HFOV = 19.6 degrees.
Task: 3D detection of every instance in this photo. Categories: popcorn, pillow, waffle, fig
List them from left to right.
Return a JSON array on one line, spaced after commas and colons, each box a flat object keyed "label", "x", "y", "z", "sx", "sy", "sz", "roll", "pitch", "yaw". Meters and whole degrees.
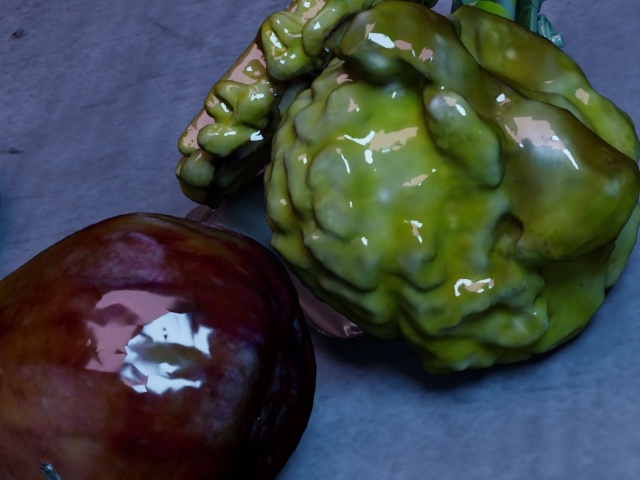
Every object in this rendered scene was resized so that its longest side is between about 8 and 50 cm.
[{"label": "fig", "x": -0.117, "y": 0.092, "z": 1.140, "sx": 0.263, "sy": 0.224, "sz": 0.224, "roll": -20, "pitch": 28, "yaw": 50}, {"label": "pillow", "x": 0.000, "y": 0.000, "z": 1.330, "sx": 0.130, "sy": 0.038, "sz": 0.232, "roll": -29, "pitch": 37, "yaw": -22}, {"label": "waffle", "x": 0.006, "y": -0.139, "z": 1.307, "sx": 0.281, "sy": 0.058, "sz": 0.301, "roll": -46, "pitch": -3, "yaw": 12}, {"label": "popcorn", "x": 0.083, "y": -0.044, "z": 1.155, "sx": 0.237, "sy": 0.251, "sz": 0.206, "roll": 8, "pitch": 53, "yaw": 14}]

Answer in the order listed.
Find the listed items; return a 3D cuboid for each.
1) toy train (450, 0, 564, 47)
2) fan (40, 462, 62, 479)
[{"label": "toy train", "x": 0.128, "y": -0.134, "z": 1.349, "sx": 0.083, "sy": 0.132, "sz": 0.200, "roll": -14, "pitch": 38, "yaw": 16}, {"label": "fan", "x": -0.102, "y": 0.190, "z": 1.040, "sx": 0.113, "sy": 0.175, "sz": 0.005, "roll": -21, "pitch": 22, "yaw": 45}]
